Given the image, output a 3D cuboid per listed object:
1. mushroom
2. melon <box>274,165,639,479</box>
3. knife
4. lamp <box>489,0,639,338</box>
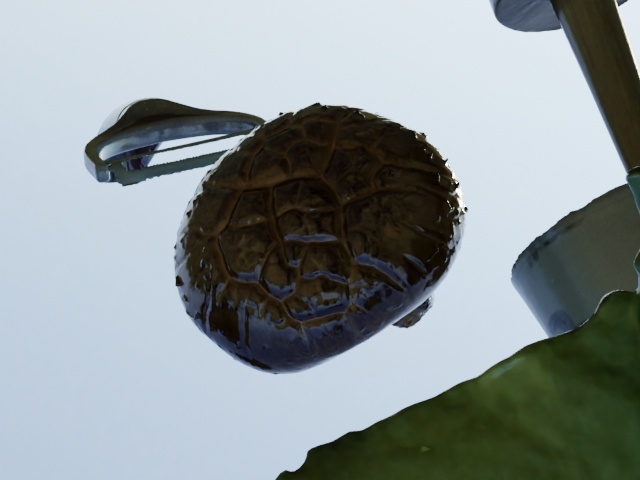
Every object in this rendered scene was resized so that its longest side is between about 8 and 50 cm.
[{"bbox_3d":[-0.001,-0.001,0.745,0.126,0.109,0.085,-42,177,3],"label":"mushroom"},{"bbox_3d":[-0.012,0.099,0.301,0.114,0.261,0.053,37,177,3],"label":"melon"},{"bbox_3d":[-0.103,-0.065,1.133,0.123,0.053,0.278,-9,-176,-14],"label":"knife"},{"bbox_3d":[0.126,-0.019,0.696,0.121,0.214,0.121,-16,160,-6],"label":"lamp"}]
